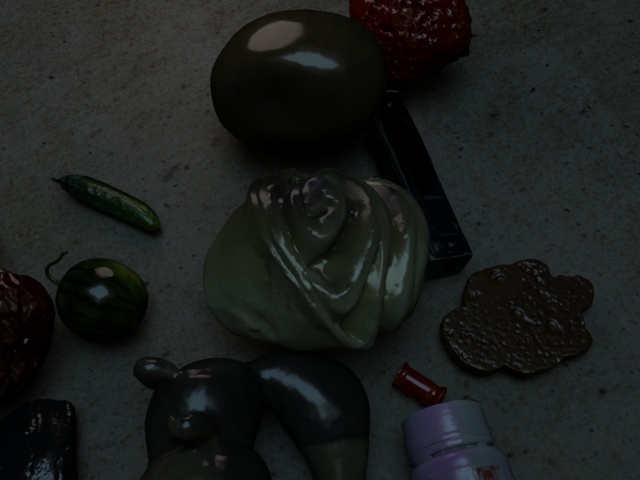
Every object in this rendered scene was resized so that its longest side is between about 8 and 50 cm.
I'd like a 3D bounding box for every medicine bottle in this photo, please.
[{"bbox_3d":[0.209,0.370,1.046,0.152,0.152,0.254,-11,58,-7],"label":"medicine bottle"}]

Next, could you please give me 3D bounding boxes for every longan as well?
[{"bbox_3d":[-0.041,-0.295,1.376,0.350,0.288,0.288,1,56,25],"label":"longan"}]

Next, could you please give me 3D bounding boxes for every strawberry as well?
[{"bbox_3d":[0.162,-0.455,1.477,0.277,0.257,0.257,50,63,-21],"label":"strawberry"}]

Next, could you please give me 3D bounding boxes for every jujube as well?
[{"bbox_3d":[-0.535,0.150,1.133,0.213,0.213,0.232,18,77,10],"label":"jujube"}]

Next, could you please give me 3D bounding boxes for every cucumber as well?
[{"bbox_3d":[-0.401,-0.079,1.372,0.250,0.056,0.056,25,62,11],"label":"cucumber"}]

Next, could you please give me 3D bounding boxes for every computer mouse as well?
[{"bbox_3d":[-0.429,0.343,1.105,0.122,0.073,0.217,-13,58,-7],"label":"computer mouse"}]

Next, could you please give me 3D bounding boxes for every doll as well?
[{"bbox_3d":[-0.094,0.327,1.022,0.379,0.252,0.382,-9,66,-6],"label":"doll"}]

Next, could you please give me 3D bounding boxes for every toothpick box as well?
[{"bbox_3d":[0.162,0.239,1.186,0.083,0.047,0.047,31,63,16],"label":"toothpick box"}]

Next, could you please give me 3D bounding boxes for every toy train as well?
[{"bbox_3d":[0.166,-0.117,1.379,0.086,0.089,0.409,-8,58,-17],"label":"toy train"}]

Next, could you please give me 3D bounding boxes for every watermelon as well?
[{"bbox_3d":[-0.382,0.092,1.222,0.187,0.140,0.140,21,61,15],"label":"watermelon"}]

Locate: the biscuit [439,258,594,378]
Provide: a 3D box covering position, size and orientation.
[{"bbox_3d":[0.343,0.133,1.254,0.291,0.041,0.208,-20,62,-13],"label":"biscuit"}]

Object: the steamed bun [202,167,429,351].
[{"bbox_3d":[0.000,0.000,1.181,0.353,0.247,0.339,5,34,15],"label":"steamed bun"}]
